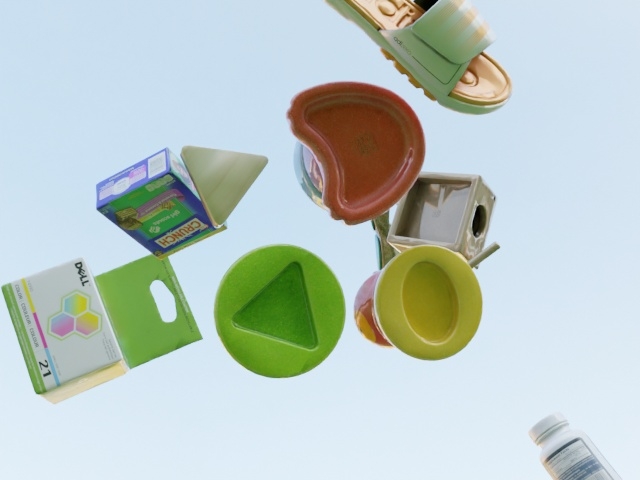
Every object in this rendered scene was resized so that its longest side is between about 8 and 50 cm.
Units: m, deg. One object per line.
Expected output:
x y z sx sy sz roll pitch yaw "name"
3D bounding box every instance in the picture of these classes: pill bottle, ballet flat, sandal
0.495 0.433 1.250 0.108 0.180 0.108 -20 -37 -16 "pill bottle"
0.127 -0.017 1.190 0.067 0.073 0.206 -11 -65 2 "ballet flat"
0.095 -0.227 0.637 0.265 0.102 0.076 35 -34 -6 "sandal"

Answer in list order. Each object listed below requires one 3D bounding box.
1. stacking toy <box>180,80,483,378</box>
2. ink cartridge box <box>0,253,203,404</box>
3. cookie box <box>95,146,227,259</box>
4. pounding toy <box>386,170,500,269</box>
0.000 0.000 0.703 0.280 0.308 0.130 -14 -4 -16 "stacking toy"
-0.344 0.118 1.029 0.255 0.188 0.097 -22 -18 -16 "ink cartridge box"
-0.165 -0.035 0.674 0.092 0.040 0.107 -25 -39 14 "cookie box"
0.204 0.008 0.987 0.181 0.206 0.094 8 -17 37 "pounding toy"
